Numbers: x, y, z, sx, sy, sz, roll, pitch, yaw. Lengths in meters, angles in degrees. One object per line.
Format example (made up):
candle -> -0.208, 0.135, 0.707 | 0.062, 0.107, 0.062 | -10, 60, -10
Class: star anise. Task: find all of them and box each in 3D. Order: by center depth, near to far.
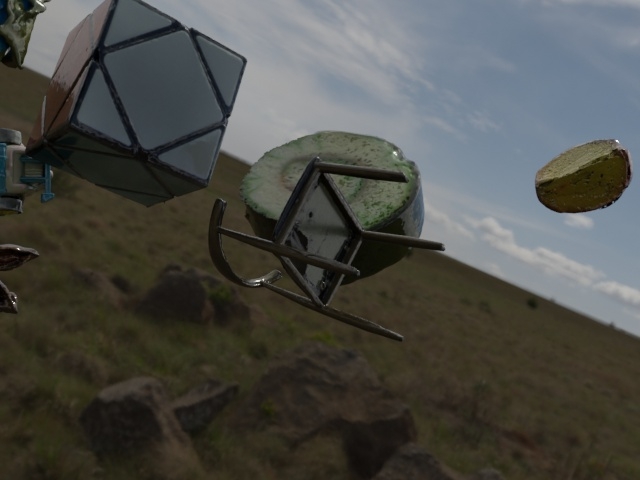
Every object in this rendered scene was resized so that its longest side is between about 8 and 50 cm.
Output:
star anise -> -0.626, 0.053, 1.470 | 0.220, 0.214, 0.099 | 33, 9, -23

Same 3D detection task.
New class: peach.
peach -> 0.430, -0.095, 1.360 | 0.092, 0.172, 0.127 | 62, -16, -22

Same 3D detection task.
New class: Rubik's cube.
Rubik's cube -> -0.255, -0.185, 1.146 | 0.205, 0.207, 0.205 | 23, -19, -31

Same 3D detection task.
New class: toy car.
toy car -> -0.449, -0.094, 1.263 | 0.098, 0.126, 0.161 | 1, -8, -12

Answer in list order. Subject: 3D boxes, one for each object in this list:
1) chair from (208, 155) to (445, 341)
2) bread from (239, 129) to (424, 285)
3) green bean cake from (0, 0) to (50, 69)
chair -> 0.000, 0.000, 1.127 | 0.272, 0.166, 0.188 | 10, -30, 35
bread -> 0.020, -0.066, 1.649 | 0.367, 0.381, 0.129 | 1, -47, 15
green bean cake -> -0.387, -0.304, 0.820 | 0.285, 0.202, 0.310 | -4, -33, 20
